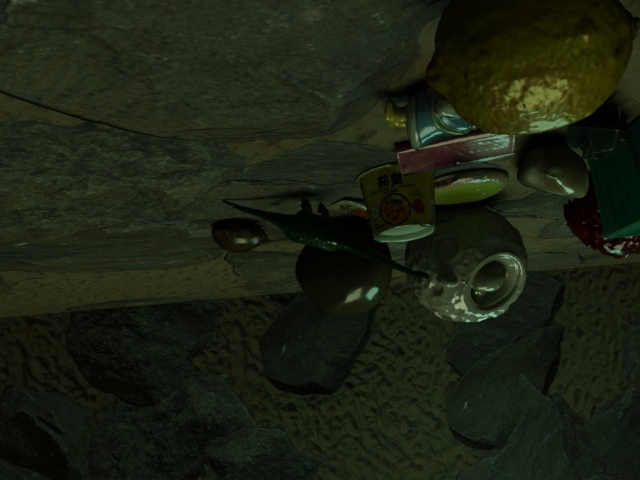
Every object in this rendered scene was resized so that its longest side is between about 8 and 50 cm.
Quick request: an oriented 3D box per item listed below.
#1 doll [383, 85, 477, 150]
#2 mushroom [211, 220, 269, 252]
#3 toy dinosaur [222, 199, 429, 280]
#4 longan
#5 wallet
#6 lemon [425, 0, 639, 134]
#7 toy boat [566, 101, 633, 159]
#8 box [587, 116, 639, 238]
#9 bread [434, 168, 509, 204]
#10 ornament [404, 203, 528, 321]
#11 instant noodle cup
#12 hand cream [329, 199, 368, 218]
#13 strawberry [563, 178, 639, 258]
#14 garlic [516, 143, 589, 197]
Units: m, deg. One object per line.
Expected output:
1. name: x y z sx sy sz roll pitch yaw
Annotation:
1. doll: 0.224 -0.202 0.980 0.241 0.098 0.135 -11 144 13
2. mushroom: -0.212 -0.006 1.691 0.171 0.080 0.135 7 172 -36
3. toy dinosaur: 0.000 0.000 1.423 0.447 0.087 0.301 8 -156 -15
4. longan: 0.066 0.083 1.828 0.289 0.288 0.350 -2 178 -18
5. wallet: 0.268 -0.180 1.239 0.232 0.025 0.119 -10 157 12
6. lemon: 0.233 -0.215 0.703 0.231 0.192 0.192 -10 167 18
7. toy boat: 0.532 -0.204 1.168 0.093 0.103 0.246 13 -167 33
8. box: 0.683 -0.133 1.274 0.118 0.205 0.311 -8 167 -3
9. bread: 0.353 -0.126 1.536 0.229 0.033 0.228 -6 166 -1
10. ornament: 0.397 0.058 1.742 0.337 0.336 0.337 -6 168 -1
11. instant noodle cup: 0.179 -0.080 1.395 0.182 0.144 0.182 -6 167 -1
12. hand cream: 0.138 -0.078 1.635 0.234 0.050 0.080 9 165 -33
13. strawberry: 0.774 -0.064 1.606 0.274 0.220 0.274 -3 165 -1
14. garlic: 0.504 -0.144 1.354 0.143 0.112 0.318 15 178 11
